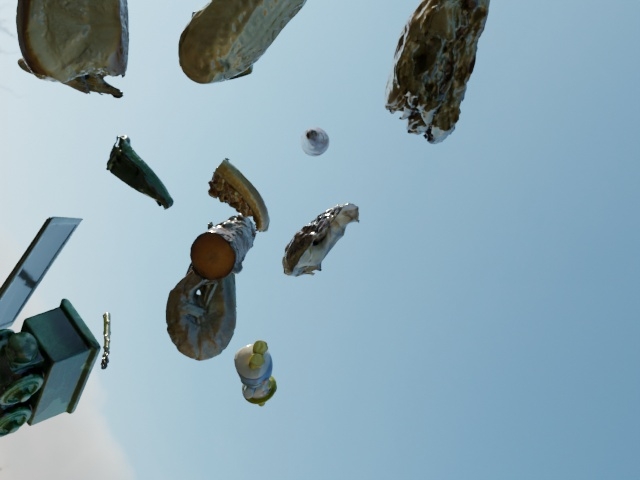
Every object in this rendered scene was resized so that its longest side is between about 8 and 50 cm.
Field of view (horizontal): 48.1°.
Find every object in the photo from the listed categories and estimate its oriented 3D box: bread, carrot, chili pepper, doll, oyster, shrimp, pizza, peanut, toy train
[{"bbox_3d":[0.258,-0.416,1.626,0.370,0.191,0.314,78,29,-77],"label":"bread"},{"bbox_3d":[-0.010,-0.201,1.413,0.257,0.061,0.061,-117,-170,-87],"label":"carrot"},{"bbox_3d":[-0.447,-0.160,1.772,0.216,0.062,0.108,50,-44,-5],"label":"chili pepper"},{"bbox_3d":[-0.518,-0.451,1.508,0.279,0.224,0.250,-156,-114,-72],"label":"bread"},{"bbox_3d":[-0.163,0.342,1.824,0.241,0.098,0.135,83,-18,-51],"label":"doll"},{"bbox_3d":[-0.006,-0.009,1.972,0.100,0.271,0.275,58,-3,23],"label":"oyster"},{"bbox_3d":[-0.271,0.115,1.637,0.077,0.168,0.317,-5,-95,58],"label":"shrimp"},{"bbox_3d":[-0.153,-0.082,1.245,0.131,0.041,0.178,26,-23,27],"label":"pizza"},{"bbox_3d":[-0.618,-0.407,1.764,0.145,0.254,0.059,-76,-174,-76],"label":"shrimp"},{"bbox_3d":[-0.139,-0.411,1.294,0.152,0.313,0.152,37,-1,1],"label":"peanut"},{"bbox_3d":[-0.554,0.251,1.358,0.145,0.202,0.266,49,-50,20],"label":"toy train"},{"bbox_3d":[-0.176,-0.002,1.412,0.263,0.101,0.102,-58,139,-73],"label":"carrot"}]

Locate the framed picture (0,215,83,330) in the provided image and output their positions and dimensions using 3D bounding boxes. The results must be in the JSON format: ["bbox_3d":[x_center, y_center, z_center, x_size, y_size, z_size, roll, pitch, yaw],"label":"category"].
[{"bbox_3d":[-0.565,0.065,1.387,0.017,0.274,0.217,33,-3,-5],"label":"framed picture"}]

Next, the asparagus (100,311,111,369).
[{"bbox_3d":[-0.566,0.262,1.897,0.248,0.024,0.025,-118,-150,-59],"label":"asparagus"}]

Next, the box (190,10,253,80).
[{"bbox_3d":[-0.307,-0.619,2.248,0.148,0.177,0.195,71,15,-49],"label":"box"}]

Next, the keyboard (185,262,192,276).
[{"bbox_3d":[-0.340,0.073,1.958,0.016,0.106,0.262,35,-31,-1],"label":"keyboard"}]
